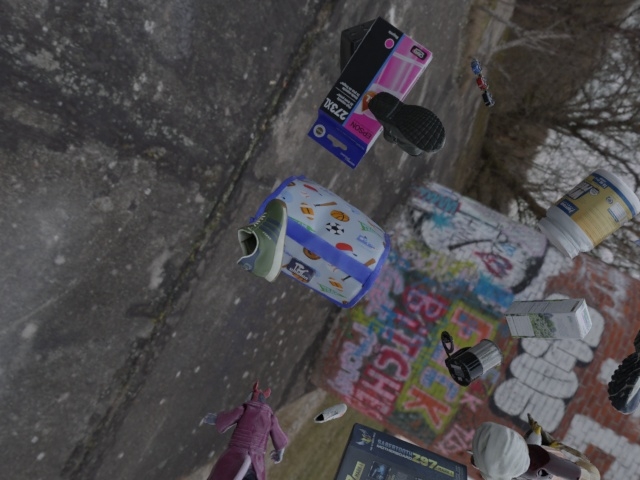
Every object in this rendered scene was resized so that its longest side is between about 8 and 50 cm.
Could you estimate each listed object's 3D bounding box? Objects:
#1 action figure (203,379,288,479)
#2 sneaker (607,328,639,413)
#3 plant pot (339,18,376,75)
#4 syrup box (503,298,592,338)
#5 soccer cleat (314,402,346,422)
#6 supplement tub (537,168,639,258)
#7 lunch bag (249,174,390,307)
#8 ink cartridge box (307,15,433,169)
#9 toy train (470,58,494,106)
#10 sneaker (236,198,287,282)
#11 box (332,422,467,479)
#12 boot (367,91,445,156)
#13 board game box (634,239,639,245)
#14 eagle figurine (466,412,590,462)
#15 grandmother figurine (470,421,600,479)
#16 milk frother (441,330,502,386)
[{"bbox_3d":[-0.208,0.549,1.382,0.276,0.247,0.371,112,-10,-57],"label":"action figure"},{"bbox_3d":[0.766,0.296,1.164,0.283,0.122,0.110,-41,165,-24],"label":"sneaker"},{"bbox_3d":[0.156,-0.568,1.582,0.188,0.187,0.167,-110,-178,-51],"label":"plant pot"},{"bbox_3d":[0.727,0.252,1.652,0.236,0.093,0.096,-11,-165,46],"label":"syrup box"},{"bbox_3d":[0.023,0.398,1.180,0.083,0.029,0.035,-29,161,20],"label":"soccer cleat"},{"bbox_3d":[0.664,-0.064,1.283,0.199,0.144,0.144,-42,172,11],"label":"supplement tub"},{"bbox_3d":[0.000,0.000,1.335,0.239,0.327,0.385,-58,180,7],"label":"lunch bag"},{"bbox_3d":[0.124,-0.391,1.395,0.371,0.175,0.069,-55,174,20],"label":"ink cartridge box"},{"bbox_3d":[0.506,-0.496,1.618,0.036,0.159,0.027,-20,180,-42],"label":"toy train"},{"bbox_3d":[-0.116,-0.016,0.992,0.064,0.086,0.192,-43,-145,43],"label":"sneaker"},{"bbox_3d":[0.103,0.418,0.804,0.059,0.183,0.233,-55,162,-66],"label":"box"},{"bbox_3d":[0.227,-0.258,1.254,0.083,0.246,0.161,-45,143,0],"label":"boot"},{"bbox_3d":[0.832,0.008,1.199,0.133,0.168,0.033,16,90,-57],"label":"board game box"},{"bbox_3d":[0.547,0.594,1.385,0.298,0.225,0.226,-24,-172,-42],"label":"eagle figurine"},{"bbox_3d":[0.357,0.384,0.888,0.342,0.207,0.104,37,45,-41],"label":"grandmother figurine"},{"bbox_3d":[0.416,0.308,1.444,0.134,0.129,0.143,-22,118,-28],"label":"milk frother"}]
